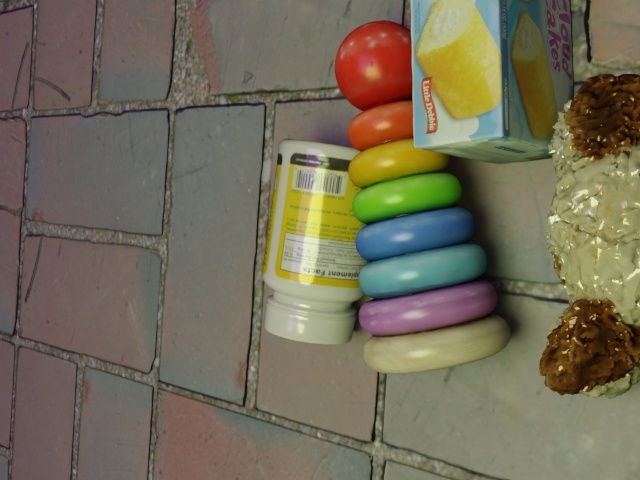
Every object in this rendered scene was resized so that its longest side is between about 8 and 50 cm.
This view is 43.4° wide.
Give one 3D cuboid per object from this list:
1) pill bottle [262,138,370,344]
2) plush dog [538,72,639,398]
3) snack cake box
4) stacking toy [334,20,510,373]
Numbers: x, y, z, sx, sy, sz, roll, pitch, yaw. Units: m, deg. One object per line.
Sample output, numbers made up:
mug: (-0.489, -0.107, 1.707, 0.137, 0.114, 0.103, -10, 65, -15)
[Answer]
pill bottle: (0.000, 0.000, 0.875, 0.119, 0.119, 0.209, 13, 98, 41)
plush dog: (0.244, 0.001, 0.589, 0.210, 0.225, 0.263, 1, 89, 41)
snack cake box: (0.156, -0.208, 0.722, 0.089, 0.152, 0.264, -3, 87, 41)
stacking toy: (0.082, -0.048, 0.765, 0.141, 0.141, 0.330, -12, 88, 40)
